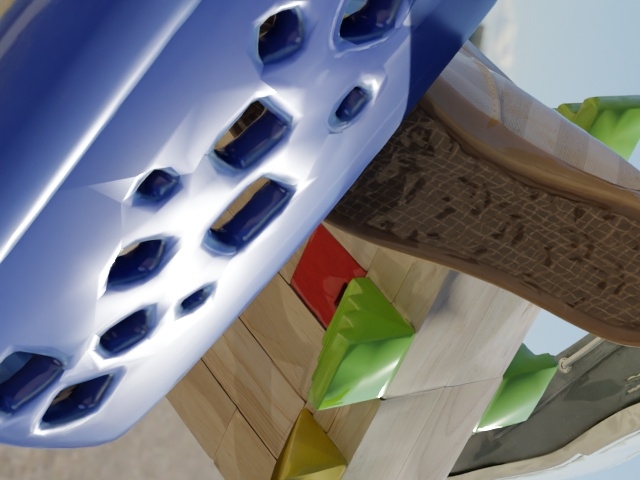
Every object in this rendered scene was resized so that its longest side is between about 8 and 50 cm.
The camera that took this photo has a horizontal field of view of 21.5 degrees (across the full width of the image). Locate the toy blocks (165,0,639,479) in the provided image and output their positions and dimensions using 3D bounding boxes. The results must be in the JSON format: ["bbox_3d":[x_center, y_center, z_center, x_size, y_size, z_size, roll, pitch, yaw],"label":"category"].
[{"bbox_3d":[0.000,0.000,1.008,0.261,0.191,0.381,50,-50,34],"label":"toy blocks"}]

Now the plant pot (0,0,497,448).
[{"bbox_3d":[-0.119,-0.079,0.525,0.236,0.236,0.212,-49,165,18],"label":"plant pot"}]

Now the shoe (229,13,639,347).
[{"bbox_3d":[0.053,-0.028,0.652,0.058,0.219,0.076,-29,147,-62],"label":"shoe"}]

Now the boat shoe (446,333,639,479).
[{"bbox_3d":[0.190,0.127,1.299,0.319,0.116,0.099,-36,-119,58],"label":"boat shoe"}]
